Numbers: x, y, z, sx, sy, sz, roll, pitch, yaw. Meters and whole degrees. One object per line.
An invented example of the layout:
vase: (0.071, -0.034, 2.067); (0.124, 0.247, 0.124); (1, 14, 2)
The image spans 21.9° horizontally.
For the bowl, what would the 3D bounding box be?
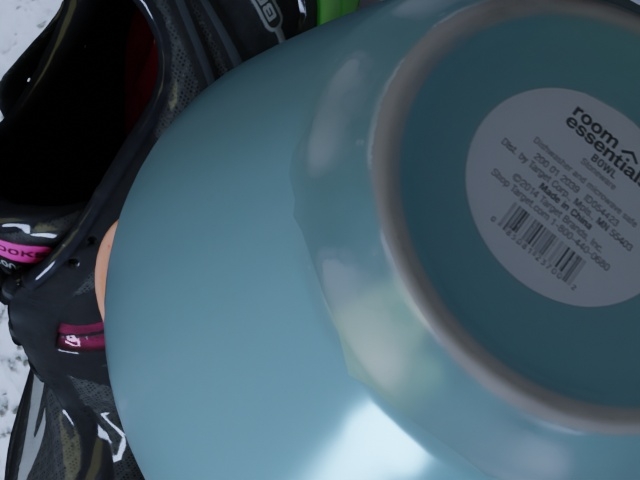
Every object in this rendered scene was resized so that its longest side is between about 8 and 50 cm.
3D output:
bowl: (0.078, 0.015, 0.686); (0.312, 0.311, 0.163); (60, 154, 9)

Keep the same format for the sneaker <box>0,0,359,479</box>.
sneaker: (-0.136, -0.004, 0.981); (0.185, 0.202, 0.483); (39, 124, 43)

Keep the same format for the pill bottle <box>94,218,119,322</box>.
pill bottle: (0.000, 0.000, 0.852); (0.130, 0.245, 0.131); (14, 112, 37)
